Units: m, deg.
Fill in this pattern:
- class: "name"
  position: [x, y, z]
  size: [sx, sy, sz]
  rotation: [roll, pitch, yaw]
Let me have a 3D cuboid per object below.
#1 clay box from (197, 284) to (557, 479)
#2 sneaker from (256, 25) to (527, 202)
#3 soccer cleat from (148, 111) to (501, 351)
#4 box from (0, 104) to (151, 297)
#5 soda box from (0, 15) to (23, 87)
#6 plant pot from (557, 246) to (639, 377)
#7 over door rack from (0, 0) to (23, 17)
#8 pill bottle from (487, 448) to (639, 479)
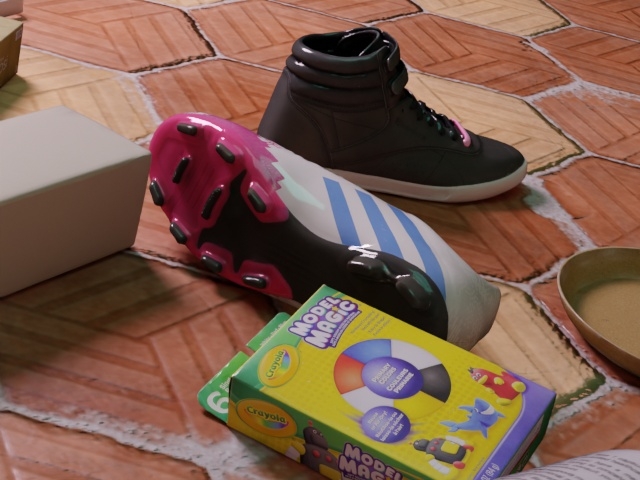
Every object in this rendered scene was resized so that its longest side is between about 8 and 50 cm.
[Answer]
- class: "clay box"
  position: [0.036, 0.111, 0.989]
  size: [0.222, 0.053, 0.127]
  rotation: [25, 41, 19]
- class: "sneaker"
  position: [0.086, -0.128, 1.402]
  size: [0.296, 0.146, 0.104]
  rotation: [5, 26, -19]
- class: "soccer cleat"
  position: [0.000, 0.000, 1.167]
  size: [0.331, 0.116, 0.143]
  rotation: [36, 25, 27]
- class: "box"
  position: [-0.262, -0.020, 1.080]
  size: [0.113, 0.094, 0.275]
  rotation: [29, 30, 27]
- class: "soda box"
  position: [-0.349, -0.167, 1.370]
  size: [0.061, 0.058, 0.181]
  rotation: [15, 26, 3]
- class: "plant pot"
  position: [0.317, 0.076, 1.240]
  size: [0.236, 0.032, 0.236]
  rotation: [12, 27, -6]
- class: "over door rack"
  position: [-0.419, -0.422, 1.641]
  size: [0.108, 0.239, 0.324]
  rotation: [-17, 39, -37]
- class: "pill bottle"
  position: [0.132, 0.200, 0.761]
  size: [0.283, 0.160, 0.160]
  rotation: [-7, 33, -35]
